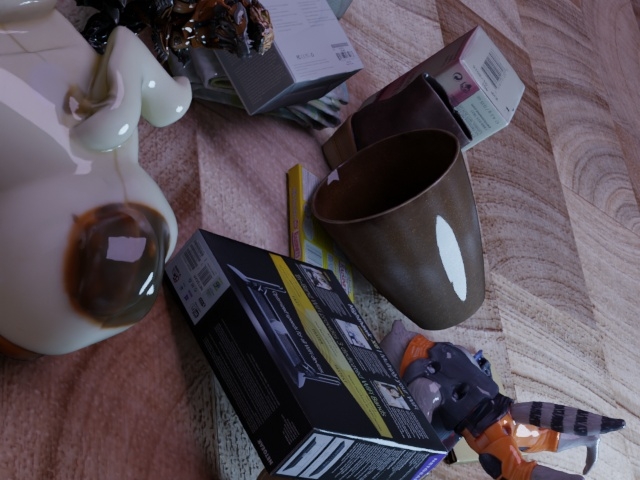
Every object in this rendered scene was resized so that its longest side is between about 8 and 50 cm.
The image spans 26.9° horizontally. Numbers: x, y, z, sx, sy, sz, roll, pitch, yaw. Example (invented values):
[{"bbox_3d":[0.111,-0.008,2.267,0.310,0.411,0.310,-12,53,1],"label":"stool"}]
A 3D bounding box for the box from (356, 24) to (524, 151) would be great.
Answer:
[{"bbox_3d":[0.174,-0.198,2.036,0.127,0.232,0.148,51,32,-13],"label":"box"}]

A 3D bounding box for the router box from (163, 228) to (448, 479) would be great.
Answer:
[{"bbox_3d":[-0.020,0.140,1.539,0.243,0.081,0.308,19,30,-47],"label":"router box"}]

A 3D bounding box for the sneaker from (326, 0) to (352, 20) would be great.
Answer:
[{"bbox_3d":[0.004,-0.419,2.131,0.094,0.151,0.256,32,5,-17],"label":"sneaker"}]

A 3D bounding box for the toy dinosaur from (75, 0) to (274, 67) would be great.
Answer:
[{"bbox_3d":[-0.218,-0.292,1.612,0.218,0.322,0.164,-45,139,-40],"label":"toy dinosaur"}]

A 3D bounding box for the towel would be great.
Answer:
[{"bbox_3d":[-0.115,-0.345,1.892,0.321,0.090,0.374,9,57,-53],"label":"towel"}]

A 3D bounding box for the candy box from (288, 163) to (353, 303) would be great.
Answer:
[{"bbox_3d":[0.000,0.000,1.823,0.105,0.027,0.205,36,38,-39],"label":"candy box"}]

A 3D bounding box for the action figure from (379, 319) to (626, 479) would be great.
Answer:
[{"bbox_3d":[0.222,0.205,1.760,0.330,0.178,0.341,29,31,9],"label":"action figure"}]

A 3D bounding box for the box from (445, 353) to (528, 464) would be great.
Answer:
[{"bbox_3d":[0.216,0.240,1.935,0.201,0.021,0.164,7,59,-52],"label":"box"}]

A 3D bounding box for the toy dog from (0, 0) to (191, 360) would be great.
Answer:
[{"bbox_3d":[-0.285,-0.091,1.261,0.407,0.285,0.395,59,32,-5],"label":"toy dog"}]

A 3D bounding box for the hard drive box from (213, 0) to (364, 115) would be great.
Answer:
[{"bbox_3d":[-0.070,-0.294,1.753,0.181,0.089,0.232,-21,81,-56],"label":"hard drive box"}]

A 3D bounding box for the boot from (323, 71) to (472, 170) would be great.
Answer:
[{"bbox_3d":[0.132,-0.091,1.913,0.248,0.207,0.090,60,31,1],"label":"boot"}]

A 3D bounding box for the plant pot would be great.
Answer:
[{"bbox_3d":[0.132,0.001,1.822,0.230,0.215,0.215,61,28,-26],"label":"plant pot"}]

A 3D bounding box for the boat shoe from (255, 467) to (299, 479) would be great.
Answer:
[{"bbox_3d":[-0.048,0.361,1.382,0.098,0.109,0.302,31,47,-40],"label":"boat shoe"}]
